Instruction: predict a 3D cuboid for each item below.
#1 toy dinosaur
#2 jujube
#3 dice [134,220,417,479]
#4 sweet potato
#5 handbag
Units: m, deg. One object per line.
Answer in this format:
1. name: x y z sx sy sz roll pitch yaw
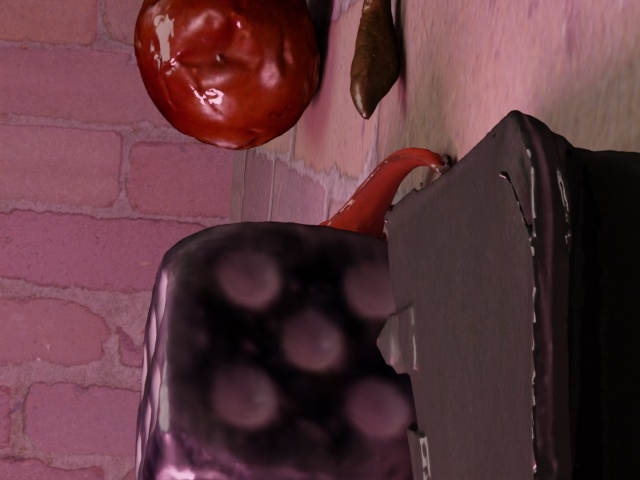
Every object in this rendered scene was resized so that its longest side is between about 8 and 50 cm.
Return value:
1. toy dinosaur: -0.008 0.001 0.867 0.286 0.138 0.070 113 159 -65
2. jujube: -0.101 -0.225 1.416 0.318 0.223 0.223 -79 -4 -75
3. dice: -0.024 0.104 0.790 0.182 0.183 0.181 111 163 -56
4. sweet potato: 0.045 -0.153 0.947 0.041 0.038 0.153 -33 42 52
5. handbag: 0.073 0.095 0.483 0.260 0.079 0.248 137 137 -79
